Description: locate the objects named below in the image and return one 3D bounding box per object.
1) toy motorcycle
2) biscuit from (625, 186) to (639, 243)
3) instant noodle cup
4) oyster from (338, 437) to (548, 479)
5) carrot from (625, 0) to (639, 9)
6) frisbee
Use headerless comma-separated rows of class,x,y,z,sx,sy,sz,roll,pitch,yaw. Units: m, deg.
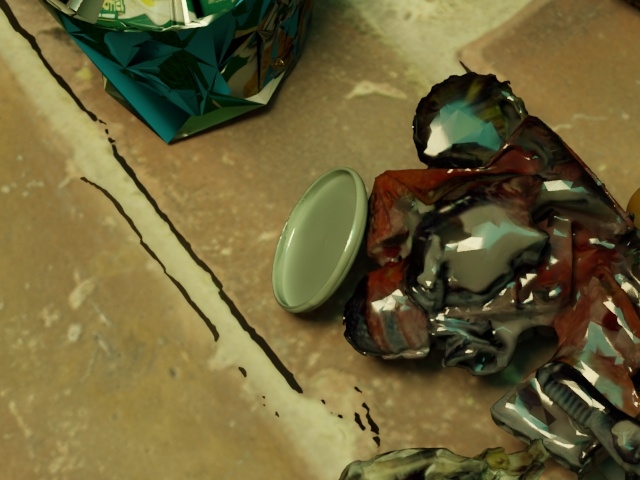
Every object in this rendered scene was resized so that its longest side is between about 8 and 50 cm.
toy motorcycle,0.155,0.065,0.873,0.207,0.134,0.401,-38,66,-9
biscuit,0.377,0.017,0.905,0.237,0.062,0.290,-32,65,-6
instant noodle cup,-0.104,-0.208,1.000,0.240,0.178,0.240,-3,66,6
oyster,-0.010,0.227,0.798,0.351,0.162,0.158,-23,68,9
carrot,0.256,-0.197,1.014,0.229,0.069,0.069,33,74,21
frisbee,0.000,0.000,0.947,0.014,0.110,0.110,24,66,-25
